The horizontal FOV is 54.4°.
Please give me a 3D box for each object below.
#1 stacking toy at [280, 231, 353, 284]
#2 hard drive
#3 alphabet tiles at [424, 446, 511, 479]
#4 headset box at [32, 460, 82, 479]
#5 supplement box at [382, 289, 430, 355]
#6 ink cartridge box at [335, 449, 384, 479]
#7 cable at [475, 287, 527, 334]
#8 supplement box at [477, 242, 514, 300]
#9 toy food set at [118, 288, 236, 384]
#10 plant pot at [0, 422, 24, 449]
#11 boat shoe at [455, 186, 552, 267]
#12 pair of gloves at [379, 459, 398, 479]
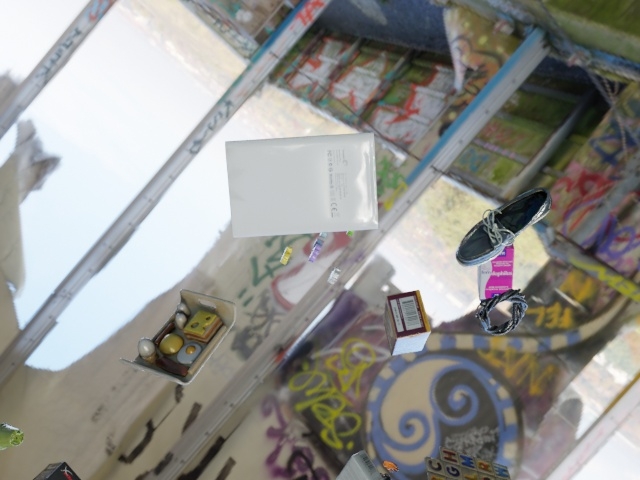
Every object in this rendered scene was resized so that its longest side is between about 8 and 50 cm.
[{"bbox_3d":[0.000,0.000,1.780,0.167,0.221,0.052,25,158,-5],"label":"stacking toy"},{"bbox_3d":[-0.039,-0.120,1.358,0.319,0.210,0.040,-3,-171,0],"label":"hard drive"},{"bbox_3d":[0.464,0.728,1.777,0.343,0.011,0.285,18,-153,-8],"label":"alphabet tiles"},{"bbox_3d":[-0.654,0.700,1.437,0.218,0.110,0.293,55,-136,-10],"label":"headset box"},{"bbox_3d":[0.199,0.197,1.466,0.188,0.081,0.104,83,176,-67],"label":"supplement box"},{"bbox_3d":[0.104,0.613,1.508,0.045,0.179,0.145,-17,-125,-32],"label":"ink cartridge box"},{"bbox_3d":[0.514,0.201,1.759,0.184,0.151,0.047,51,-175,-44],"label":"cable"},{"bbox_3d":[0.594,0.089,2.121,0.114,0.111,0.220,-75,-20,-57],"label":"supplement box"},{"bbox_3d":[-0.415,0.274,1.833,0.220,0.306,0.092,10,135,28],"label":"toy food set"},{"bbox_3d":[-1.000,0.632,2.002,0.079,0.083,0.083,-7,154,29],"label":"plant pot"},{"bbox_3d":[0.414,-0.031,1.416,0.095,0.255,0.079,61,-171,20],"label":"boat shoe"},{"bbox_3d":[0.247,0.847,2.268,0.074,0.083,0.010,32,160,-18],"label":"pair of gloves"}]
